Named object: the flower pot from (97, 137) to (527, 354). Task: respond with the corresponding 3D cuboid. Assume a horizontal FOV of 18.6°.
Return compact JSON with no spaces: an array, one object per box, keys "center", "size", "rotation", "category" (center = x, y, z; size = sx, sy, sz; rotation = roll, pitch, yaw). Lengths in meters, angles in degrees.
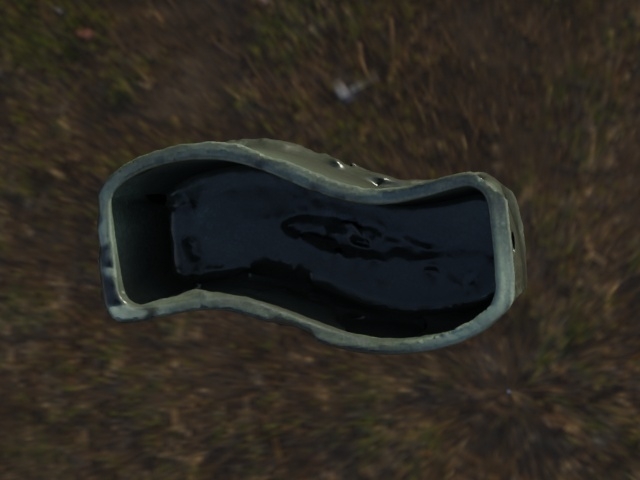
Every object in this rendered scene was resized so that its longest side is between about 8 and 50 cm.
[{"center":[0.000,0.000,1.074],"size":[0.229,0.108,0.103],"rotation":[6,96,12],"category":"flower pot"}]
